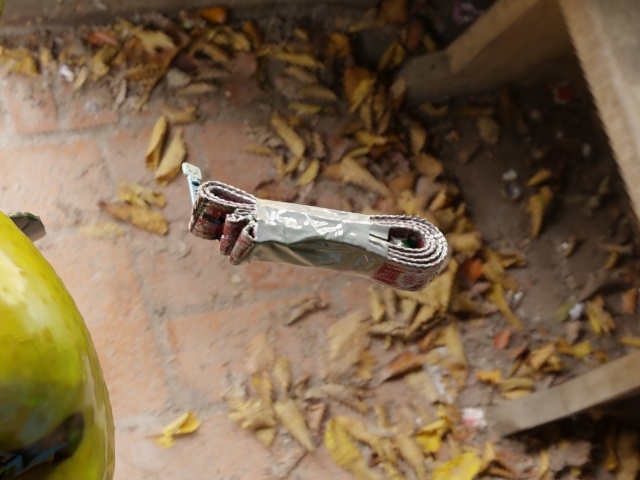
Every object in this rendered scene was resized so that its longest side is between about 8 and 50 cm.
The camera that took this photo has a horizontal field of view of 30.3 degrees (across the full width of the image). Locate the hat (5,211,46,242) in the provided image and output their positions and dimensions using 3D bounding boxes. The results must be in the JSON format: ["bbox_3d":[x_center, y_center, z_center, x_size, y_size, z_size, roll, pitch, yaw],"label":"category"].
[{"bbox_3d":[-0.574,0.101,1.686,0.381,0.366,0.257,-8,95,-31],"label":"hat"}]

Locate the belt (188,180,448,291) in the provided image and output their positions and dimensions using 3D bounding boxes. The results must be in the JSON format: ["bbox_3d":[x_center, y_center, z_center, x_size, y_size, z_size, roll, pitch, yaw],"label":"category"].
[{"bbox_3d":[0.000,0.000,1.049,0.232,0.053,0.071,10,47,-13],"label":"belt"}]

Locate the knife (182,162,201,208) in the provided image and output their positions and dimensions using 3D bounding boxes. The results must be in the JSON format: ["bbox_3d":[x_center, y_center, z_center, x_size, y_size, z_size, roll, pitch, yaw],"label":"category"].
[{"bbox_3d":[-0.146,-0.055,1.390,0.027,0.010,0.096,21,41,-36],"label":"knife"}]

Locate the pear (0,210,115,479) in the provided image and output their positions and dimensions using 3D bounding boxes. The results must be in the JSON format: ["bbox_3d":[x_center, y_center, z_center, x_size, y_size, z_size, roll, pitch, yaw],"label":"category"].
[{"bbox_3d":[-0.306,0.113,0.615,0.362,0.418,0.362,25,61,-57],"label":"pear"}]

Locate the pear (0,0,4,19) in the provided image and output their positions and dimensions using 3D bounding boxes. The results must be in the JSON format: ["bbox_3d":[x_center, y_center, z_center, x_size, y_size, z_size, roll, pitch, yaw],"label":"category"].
[{"bbox_3d":[-0.442,-0.263,1.151,0.287,0.375,0.287,-3,78,12],"label":"pear"}]
